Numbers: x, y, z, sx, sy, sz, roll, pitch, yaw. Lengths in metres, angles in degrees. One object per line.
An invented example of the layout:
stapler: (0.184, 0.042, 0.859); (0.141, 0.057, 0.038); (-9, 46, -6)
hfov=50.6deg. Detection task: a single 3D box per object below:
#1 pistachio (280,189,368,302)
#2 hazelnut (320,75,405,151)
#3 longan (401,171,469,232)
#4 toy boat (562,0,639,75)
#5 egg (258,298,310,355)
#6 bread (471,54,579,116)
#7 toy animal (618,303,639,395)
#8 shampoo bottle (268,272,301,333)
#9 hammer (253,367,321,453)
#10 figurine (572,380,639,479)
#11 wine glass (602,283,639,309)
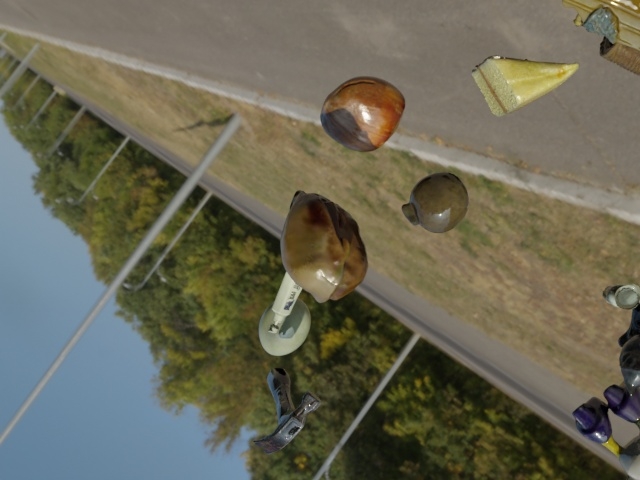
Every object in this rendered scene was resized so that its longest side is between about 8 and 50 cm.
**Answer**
pistachio: (0.000, 0.000, 1.043); (0.131, 0.165, 0.210); (-4, -137, -21)
hazelnut: (0.076, -0.245, 1.276); (0.150, 0.150, 0.150); (36, 176, 3)
longan: (0.202, -0.064, 1.189); (0.106, 0.119, 0.106); (59, -162, -32)
toy boat: (0.478, -0.284, 0.955); (0.310, 0.089, 0.115); (21, 142, -4)
egg: (-0.083, 0.198, 1.554); (0.114, 0.152, 0.114); (22, -153, -12)
bread: (0.459, -0.380, 1.512); (0.135, 0.178, 0.240); (60, -174, -2)
toy animal: (0.578, 0.206, 1.173); (0.117, 0.121, 0.210); (19, -146, 16)
shampoo bottle: (-0.059, 0.101, 1.213); (0.034, 0.141, 0.049); (25, -173, 21)
hammer: (-0.074, 0.301, 1.265); (0.037, 0.137, 0.290); (41, 178, -11)
figurine: (0.641, 0.437, 1.209); (0.421, 0.154, 0.193); (49, -173, 9)
wine glass: (0.465, 0.084, 1.046); (0.039, 0.042, 0.083); (30, -177, 10)
